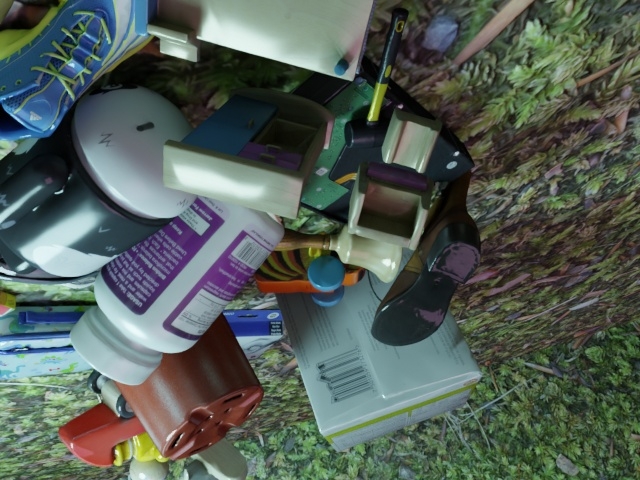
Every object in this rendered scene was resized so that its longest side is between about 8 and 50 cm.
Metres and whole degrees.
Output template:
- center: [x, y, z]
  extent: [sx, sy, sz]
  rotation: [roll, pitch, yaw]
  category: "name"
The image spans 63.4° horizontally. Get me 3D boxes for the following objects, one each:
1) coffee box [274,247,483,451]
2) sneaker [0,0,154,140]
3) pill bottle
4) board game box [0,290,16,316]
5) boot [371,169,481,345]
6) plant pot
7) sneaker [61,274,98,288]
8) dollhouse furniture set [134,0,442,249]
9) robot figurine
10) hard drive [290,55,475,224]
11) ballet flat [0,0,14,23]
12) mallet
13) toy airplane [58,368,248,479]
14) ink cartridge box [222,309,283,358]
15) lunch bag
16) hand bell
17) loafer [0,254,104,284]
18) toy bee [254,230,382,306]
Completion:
- center: [0.124, 0.253, 1.206]
  extent: [0.339, 0.337, 0.334]
  rotation: [-20, 151, -2]
  category: "coffee box"
- center: [-0.239, -0.167, 0.502]
  extent: [0.240, 0.126, 0.091]
  rotation: [-25, 150, 14]
  category: "sneaker"
- center: [-0.205, 0.049, 0.737]
  extent: [0.301, 0.169, 0.169]
  rotation: [-50, 148, -2]
  category: "pill bottle"
- center: [-0.635, 0.084, 0.813]
  extent: [0.124, 0.039, 0.259]
  rotation: [-25, 148, 11]
  category: "board game box"
- center: [0.179, 0.019, 0.909]
  extent: [0.096, 0.280, 0.264]
  rotation: [21, 123, -2]
  category: "boot"
- center: [-0.258, 0.233, 0.961]
  extent: [0.273, 0.265, 0.272]
  rotation: [-30, 151, -19]
  category: "plant pot"
- center: [-0.417, 0.041, 0.842]
  extent: [0.135, 0.052, 0.058]
  rotation: [10, 137, -41]
  category: "sneaker"
- center: [0.002, -0.197, 0.501]
  extent: [0.287, 0.198, 0.303]
  rotation: [14, 124, 3]
  category: "dollhouse furniture set"
- center: [-0.272, -0.067, 0.617]
  extent: [0.278, 0.209, 0.173]
  rotation: [-29, 133, 20]
  category: "robot figurine"
- center: [0.062, -0.129, 0.802]
  extent: [0.237, 0.064, 0.339]
  rotation: [-35, 147, 28]
  category: "hard drive"
- center: [-0.355, -0.183, 0.466]
  extent: [0.232, 0.073, 0.080]
  rotation: [-30, 147, 20]
  category: "ballet flat"
- center: [0.081, -0.185, 0.621]
  extent: [0.063, 0.039, 0.189]
  rotation: [-4, 144, -21]
  category: "mallet"
- center: [-0.355, 0.428, 1.197]
  extent: [0.385, 0.272, 0.386]
  rotation: [13, -177, -8]
  category: "toy airplane"
- center: [-0.213, 0.245, 1.308]
  extent: [0.224, 0.045, 0.224]
  rotation: [4, 144, -34]
  category: "ink cartridge box"
- center: [-0.523, 0.194, 1.009]
  extent: [0.219, 0.090, 0.176]
  rotation: [4, 141, -36]
  category: "lunch bag"
- center: [0.000, 0.000, 0.852]
  extent: [0.242, 0.126, 0.126]
  rotation: [5, 146, -12]
  category: "hand bell"
- center: [-0.338, -0.003, 0.781]
  extent: [0.303, 0.109, 0.095]
  rotation: [1, 127, -41]
  category: "loafer"
- center: [0.028, 0.050, 1.036]
  extent: [0.299, 0.162, 0.195]
  rotation: [19, 149, -12]
  category: "toy bee"
